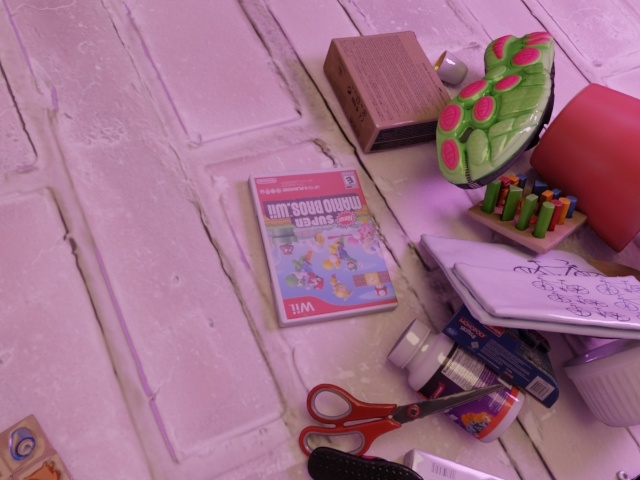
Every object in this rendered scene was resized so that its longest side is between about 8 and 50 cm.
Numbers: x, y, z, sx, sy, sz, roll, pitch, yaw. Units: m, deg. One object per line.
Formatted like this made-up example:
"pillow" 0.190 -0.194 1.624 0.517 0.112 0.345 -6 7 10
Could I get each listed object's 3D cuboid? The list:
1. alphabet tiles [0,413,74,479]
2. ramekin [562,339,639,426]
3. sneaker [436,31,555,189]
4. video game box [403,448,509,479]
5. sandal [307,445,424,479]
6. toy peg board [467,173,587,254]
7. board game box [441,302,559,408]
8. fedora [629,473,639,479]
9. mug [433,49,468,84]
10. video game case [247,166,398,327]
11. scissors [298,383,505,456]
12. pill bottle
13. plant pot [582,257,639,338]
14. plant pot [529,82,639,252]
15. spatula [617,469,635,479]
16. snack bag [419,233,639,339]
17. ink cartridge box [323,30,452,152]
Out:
"alphabet tiles" -0.424 0.384 0.702 0.285 0.011 0.342 -32 73 -28
"ramekin" 0.504 0.211 0.927 0.207 0.207 0.109 -15 75 -22
"sneaker" 0.364 -0.232 1.121 0.185 0.202 0.483 3 39 35
"video game box" 0.201 0.416 0.821 0.205 0.048 0.187 20 56 -2
"sandal" 0.070 0.326 0.815 0.179 0.040 0.067 14 89 18
"toy peg board" 0.385 -0.071 1.076 0.161 0.079 0.161 -28 46 -36
"board game box" 0.288 0.142 0.934 0.194 0.060 0.194 36 21 1
"fedora" 0.551 0.468 0.798 0.334 0.152 0.334 5 59 -8
"mug" 0.287 -0.377 1.286 0.064 0.062 0.078 25 64 -9
"video game case" 0.000 0.000 1.018 0.204 0.025 0.285 -6 63 -18
"scissors" 0.116 0.259 0.845 0.297 0.021 0.109 -2 77 4
"pill bottle" 0.202 0.208 0.903 0.193 0.108 0.108 37 59 8
"plant pot" 0.470 0.101 1.014 0.236 0.032 0.236 -4 27 2
"plant pot" 0.561 -0.154 1.128 0.275 0.275 0.243 -36 65 -28
"spatula" 0.548 0.475 0.892 0.242 0.019 0.168 31 59 4
"snack bag" 0.351 0.060 0.931 0.323 0.037 0.342 6 18 -7
"ink cartridge box" 0.138 -0.303 1.188 0.193 0.088 0.234 -12 64 -22
